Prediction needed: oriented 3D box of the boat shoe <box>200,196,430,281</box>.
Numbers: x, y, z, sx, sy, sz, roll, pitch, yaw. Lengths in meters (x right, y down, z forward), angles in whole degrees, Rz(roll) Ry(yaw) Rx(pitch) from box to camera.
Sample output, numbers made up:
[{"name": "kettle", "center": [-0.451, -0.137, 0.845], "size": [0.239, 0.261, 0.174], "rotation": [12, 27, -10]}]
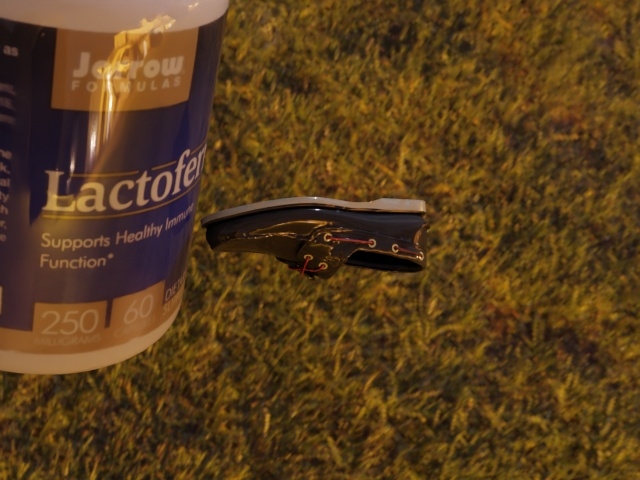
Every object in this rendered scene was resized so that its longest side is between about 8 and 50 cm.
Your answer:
[{"name": "boat shoe", "center": [0.001, 0.000, 0.551], "size": [0.133, 0.049, 0.042], "rotation": [1, 80, -29]}]

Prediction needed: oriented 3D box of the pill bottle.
[{"name": "pill bottle", "center": [-0.127, -0.081, 0.501], "size": [0.153, 0.264, 0.153], "rotation": [10, 28, -5]}]
